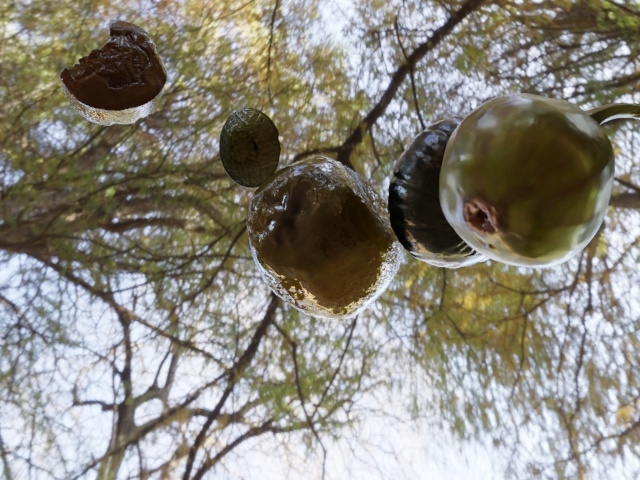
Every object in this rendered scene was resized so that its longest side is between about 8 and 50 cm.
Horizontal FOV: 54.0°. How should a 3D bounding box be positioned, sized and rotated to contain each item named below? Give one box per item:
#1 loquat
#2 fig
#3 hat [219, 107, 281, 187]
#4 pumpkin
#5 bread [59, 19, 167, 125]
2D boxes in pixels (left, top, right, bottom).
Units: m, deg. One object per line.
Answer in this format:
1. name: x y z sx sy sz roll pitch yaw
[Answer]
1. loquat: 0.000 0.000 1.103 0.275 0.276 0.283 -29 -28 19
2. fig: 0.128 -0.041 0.357 0.093 0.166 0.094 14 -66 33
3. hat: -0.148 -0.171 1.166 0.067 0.146 0.146 7 -53 44
4. pumpkin: 0.228 -0.069 0.984 0.249 0.216 0.250 -7 -63 -13
5. bread: -0.291 -0.237 0.925 0.125 0.156 0.086 33 -26 -1
